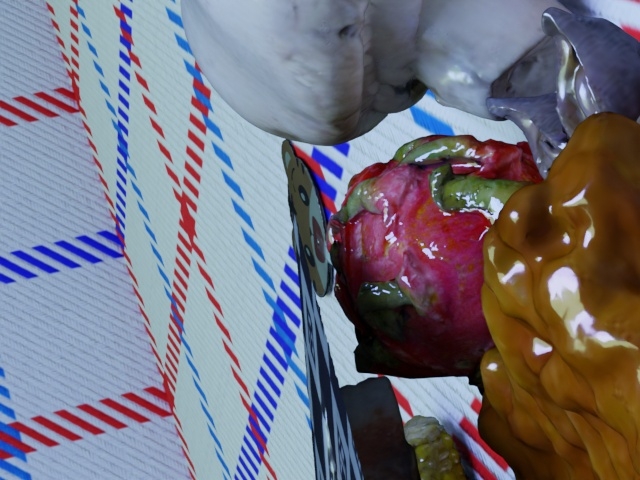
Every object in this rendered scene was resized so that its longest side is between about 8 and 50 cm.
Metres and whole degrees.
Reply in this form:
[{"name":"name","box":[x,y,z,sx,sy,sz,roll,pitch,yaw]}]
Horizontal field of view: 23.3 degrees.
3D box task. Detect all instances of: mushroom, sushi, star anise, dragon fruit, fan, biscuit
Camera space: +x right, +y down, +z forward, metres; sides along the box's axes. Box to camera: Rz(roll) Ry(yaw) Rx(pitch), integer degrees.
[{"name":"mushroom","box":[0.043,-0.160,0.894,0.254,0.234,0.260,-65,-11,21]},{"name":"sushi","box":[0.048,0.210,0.826,0.359,0.064,0.343,-105,9,-60]},{"name":"star anise","box":[0.157,-0.036,0.731,0.172,0.063,0.208,49,158,13]},{"name":"dragon fruit","box":[0.093,0.016,0.896,0.166,0.160,0.172,55,154,-8]},{"name":"fan","box":[0.000,0.000,1.516,0.226,0.008,0.152,-128,30,-60]},{"name":"biscuit","box":[0.181,0.132,0.658,0.312,0.110,0.318,55,167,25]}]

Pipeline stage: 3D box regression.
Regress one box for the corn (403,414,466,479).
[{"name":"corn","box":[0.083,0.310,1.259,0.131,0.131,0.344,-177,77,-75]}]
